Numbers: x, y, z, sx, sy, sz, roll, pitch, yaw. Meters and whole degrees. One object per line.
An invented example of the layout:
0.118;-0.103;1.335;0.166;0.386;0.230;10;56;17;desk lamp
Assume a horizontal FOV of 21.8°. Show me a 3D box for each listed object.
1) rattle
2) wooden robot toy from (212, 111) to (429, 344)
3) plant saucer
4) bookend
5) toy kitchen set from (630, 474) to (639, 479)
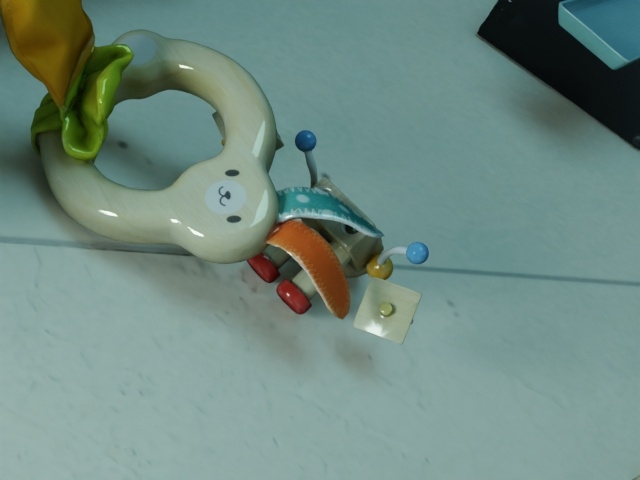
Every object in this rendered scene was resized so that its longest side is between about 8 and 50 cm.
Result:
-0.058;-0.059;0.840;0.200;0.142;0.130;39;50;25;rattle
0.000;0.000;0.932;0.173;0.076;0.079;46;-1;21;wooden robot toy
0.240;-0.164;1.241;0.067;0.018;0.192;43;33;16;plant saucer
0.227;-0.167;1.320;0.157;0.072;0.156;37;32;7;bookend
0.188;0.160;0.892;0.083;0.075;0.068;63;-11;-10;toy kitchen set
